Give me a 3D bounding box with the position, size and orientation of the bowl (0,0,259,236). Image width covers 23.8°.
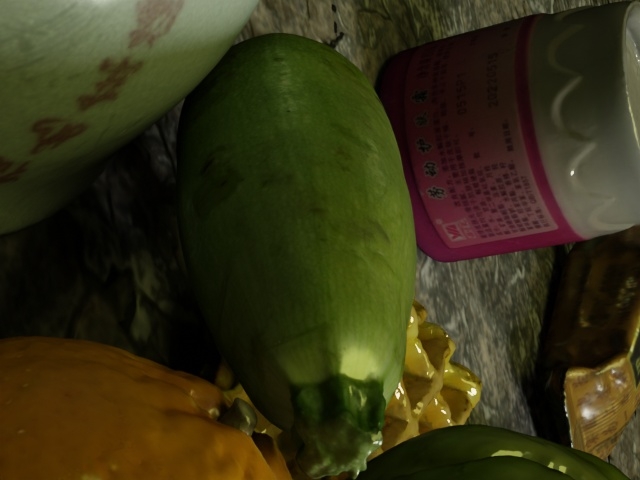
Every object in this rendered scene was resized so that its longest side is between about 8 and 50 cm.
[{"bbox_3d":[-0.116,-0.224,0.675,0.435,0.196,0.435,27,58,-56],"label":"bowl"}]

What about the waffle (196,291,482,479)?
[{"bbox_3d":[0.018,0.141,0.909,0.329,0.062,0.329,-1,91,-58],"label":"waffle"}]

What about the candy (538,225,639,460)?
[{"bbox_3d":[0.256,0.097,1.389,0.143,0.101,0.271,65,37,-38],"label":"candy"}]

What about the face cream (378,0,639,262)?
[{"bbox_3d":[0.164,-0.082,1.158,0.175,0.195,0.175,32,52,-54],"label":"face cream"}]

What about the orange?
[{"bbox_3d":[-0.095,0.139,0.576,0.219,0.193,0.219,55,-14,20],"label":"orange"}]

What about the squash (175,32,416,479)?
[{"bbox_3d":[-0.014,-0.012,0.712,0.370,0.118,0.118,-96,165,-67],"label":"squash"}]

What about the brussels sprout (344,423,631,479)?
[{"bbox_3d":[0.088,0.229,0.720,0.242,0.273,0.317,-31,128,-18],"label":"brussels sprout"}]
